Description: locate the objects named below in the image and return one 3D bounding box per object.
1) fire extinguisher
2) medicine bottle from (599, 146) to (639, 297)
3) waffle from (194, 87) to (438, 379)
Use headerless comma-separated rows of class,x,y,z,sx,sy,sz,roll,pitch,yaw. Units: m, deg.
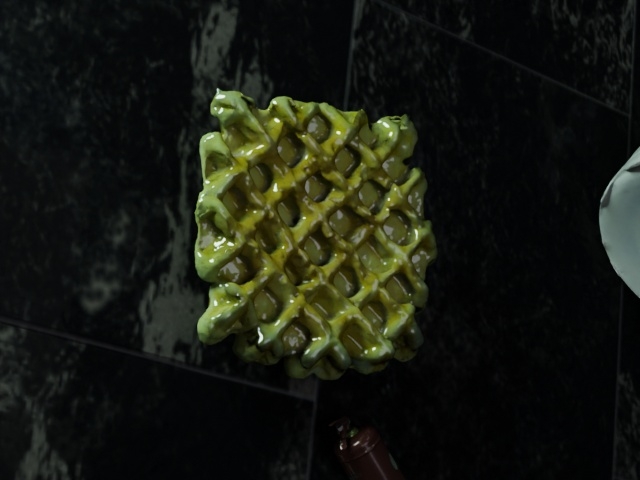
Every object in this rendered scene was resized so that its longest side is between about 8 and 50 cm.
fire extinguisher,0.045,0.179,1.195,0.132,0.039,0.056,60,18,-13
medicine bottle,0.410,-0.080,1.457,0.332,0.190,0.190,-44,109,-37
waffle,-0.002,0.001,1.184,0.223,0.054,0.204,5,78,-37
